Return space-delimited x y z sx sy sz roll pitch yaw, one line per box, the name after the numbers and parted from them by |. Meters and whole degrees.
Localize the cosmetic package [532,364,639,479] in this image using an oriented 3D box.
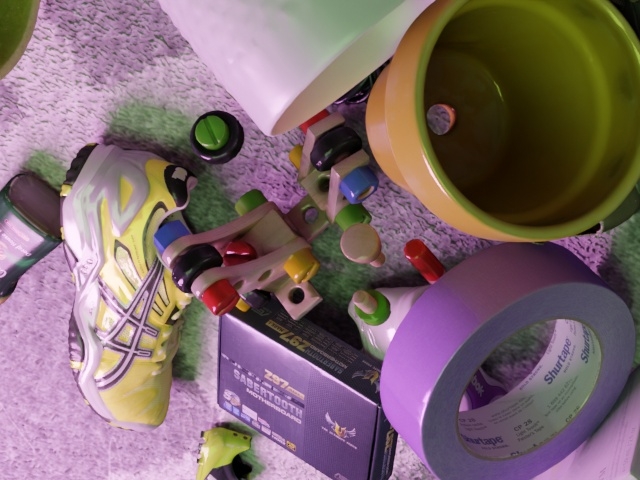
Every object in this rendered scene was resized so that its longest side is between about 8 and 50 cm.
0.340 0.283 2.091 0.138 0.224 0.224 36 126 -6 | cosmetic package

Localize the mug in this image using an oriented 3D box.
-0.011 -0.341 1.795 0.374 0.276 0.328 -40 86 5 | mug

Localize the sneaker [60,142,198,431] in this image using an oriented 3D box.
-0.207 0.072 2.197 0.147 0.145 0.384 7 126 16 | sneaker

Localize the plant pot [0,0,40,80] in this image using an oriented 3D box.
-0.484 -0.280 2.009 0.254 0.276 0.276 -4 122 35 | plant pot

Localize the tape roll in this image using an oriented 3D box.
0.203 0.137 2.024 0.275 0.090 0.275 -17 130 -22 | tape roll

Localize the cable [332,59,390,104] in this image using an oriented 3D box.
-0.004 -0.211 1.995 0.150 0.047 0.184 -23 113 31 | cable

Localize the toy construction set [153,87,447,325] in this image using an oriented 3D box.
0.000 0.000 2.056 0.309 0.257 0.237 24 173 22 | toy construction set

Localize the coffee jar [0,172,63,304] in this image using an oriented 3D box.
-0.381 0.008 2.255 0.096 0.079 0.184 40 127 -9 | coffee jar

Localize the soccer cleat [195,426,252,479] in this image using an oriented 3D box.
-0.127 0.312 2.385 0.072 0.060 0.179 10 126 -2 | soccer cleat

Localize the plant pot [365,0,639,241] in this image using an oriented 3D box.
0.160 -0.124 1.837 0.254 0.254 0.239 47 164 -14 | plant pot

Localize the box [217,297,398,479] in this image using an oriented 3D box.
-0.015 0.177 2.190 0.233 0.059 0.183 30 141 21 | box

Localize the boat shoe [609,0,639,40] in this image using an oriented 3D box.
0.333 -0.217 1.819 0.130 0.132 0.355 -21 113 31 | boat shoe

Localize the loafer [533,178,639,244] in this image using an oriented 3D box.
0.217 -0.050 1.974 0.251 0.087 0.094 2 124 39 | loafer

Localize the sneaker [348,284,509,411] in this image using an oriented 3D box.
0.129 0.172 2.186 0.152 0.114 0.305 4 126 41 | sneaker
